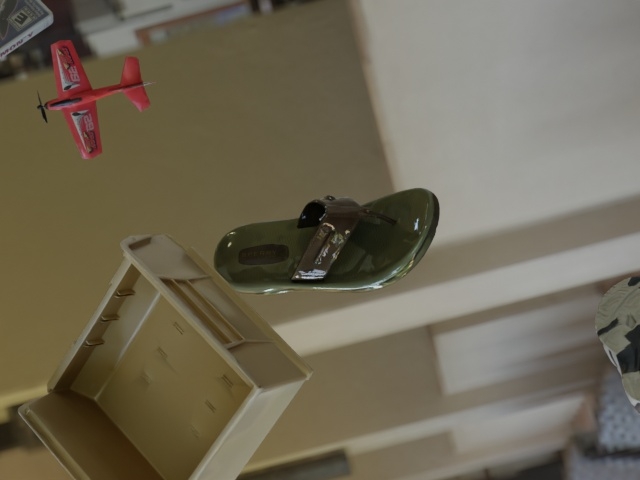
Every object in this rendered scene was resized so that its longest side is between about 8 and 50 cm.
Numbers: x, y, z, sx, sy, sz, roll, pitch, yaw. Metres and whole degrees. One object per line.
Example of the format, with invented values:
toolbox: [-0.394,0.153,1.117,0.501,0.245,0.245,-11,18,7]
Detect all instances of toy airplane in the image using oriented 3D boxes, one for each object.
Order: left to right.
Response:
toy airplane: [-0.274,-0.181,1.949,0.028,0.151,0.151,-91,-14,-75]

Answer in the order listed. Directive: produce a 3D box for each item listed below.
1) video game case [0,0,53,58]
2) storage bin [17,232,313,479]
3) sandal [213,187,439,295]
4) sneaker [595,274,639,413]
video game case: [-0.413,-0.249,1.663,0.201,0.183,0.023,45,157,12]
storage bin: [-0.185,0.167,1.823,0.260,0.262,0.123,44,-154,22]
sandal: [-0.001,0.001,1.904,0.086,0.303,0.120,49,-144,-50]
sneaker: [0.407,0.158,1.902,0.153,0.094,0.235,57,-170,-32]
